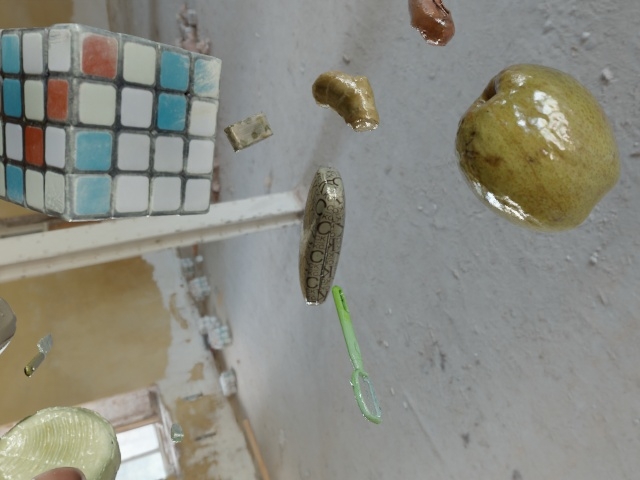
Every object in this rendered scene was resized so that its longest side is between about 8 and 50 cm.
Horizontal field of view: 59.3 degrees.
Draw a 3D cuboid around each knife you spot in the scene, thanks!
[{"bbox_3d":[0.041,0.148,0.781,0.015,0.054,0.212,-33,49,23],"label":"knife"},{"bbox_3d":[-0.703,0.277,1.417,0.047,0.017,0.298,67,170,-10],"label":"knife"}]

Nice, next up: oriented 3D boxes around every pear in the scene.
[{"bbox_3d":[0.280,-0.129,0.751,0.188,0.211,0.229,-32,22,29],"label":"pear"}]

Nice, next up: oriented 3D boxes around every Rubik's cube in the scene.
[{"bbox_3d":[-0.333,-0.178,0.868,0.253,0.258,0.257,15,106,36],"label":"Rubik's cube"}]

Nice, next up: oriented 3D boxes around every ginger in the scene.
[{"bbox_3d":[0.049,-0.276,1.094,0.190,0.068,0.096,38,137,37],"label":"ginger"}]

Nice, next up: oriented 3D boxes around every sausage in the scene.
[{"bbox_3d":[0.226,-0.498,1.176,0.327,0.087,0.079,-84,-27,-43],"label":"sausage"}]

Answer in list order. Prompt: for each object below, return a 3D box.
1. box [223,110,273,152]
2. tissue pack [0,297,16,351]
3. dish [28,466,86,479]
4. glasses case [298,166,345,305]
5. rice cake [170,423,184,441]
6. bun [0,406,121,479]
[{"bbox_3d":[-0.161,-0.245,1.266,0.045,0.098,0.062,-7,113,63],"label":"box"},{"bbox_3d":[-0.946,0.176,1.313,0.276,0.267,0.387,-37,98,23],"label":"tissue pack"},{"bbox_3d":[-0.446,0.454,0.867,0.213,0.213,0.091,5,120,66],"label":"dish"},{"bbox_3d":[0.000,0.000,1.257,0.137,0.085,0.355,-100,14,-47],"label":"glasses case"},{"bbox_3d":[-0.425,0.568,1.660,0.170,0.033,0.029,149,137,-71],"label":"rice cake"},{"bbox_3d":[-0.534,0.474,1.140,0.259,0.259,0.152,52,138,47],"label":"bun"}]
